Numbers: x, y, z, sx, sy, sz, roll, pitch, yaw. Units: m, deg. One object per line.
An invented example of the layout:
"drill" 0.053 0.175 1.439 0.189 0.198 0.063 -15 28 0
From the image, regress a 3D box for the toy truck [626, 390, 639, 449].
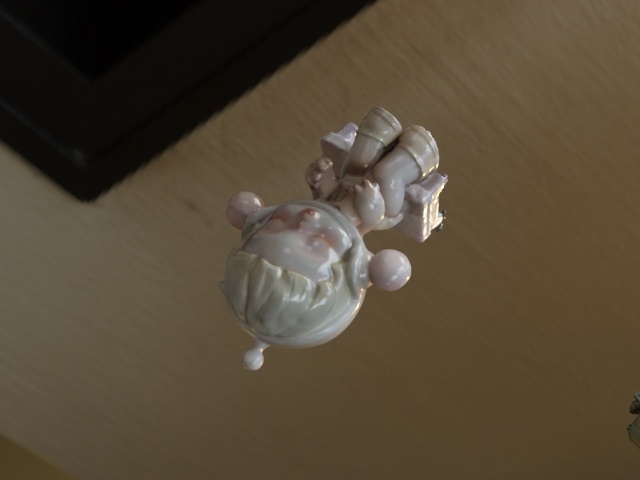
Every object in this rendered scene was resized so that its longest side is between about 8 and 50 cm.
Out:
"toy truck" 0.358 0.206 1.229 0.088 0.074 0.202 -29 -121 -20

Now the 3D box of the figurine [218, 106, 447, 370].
"figurine" -0.004 0.002 1.272 0.256 0.182 0.144 -45 171 -25
